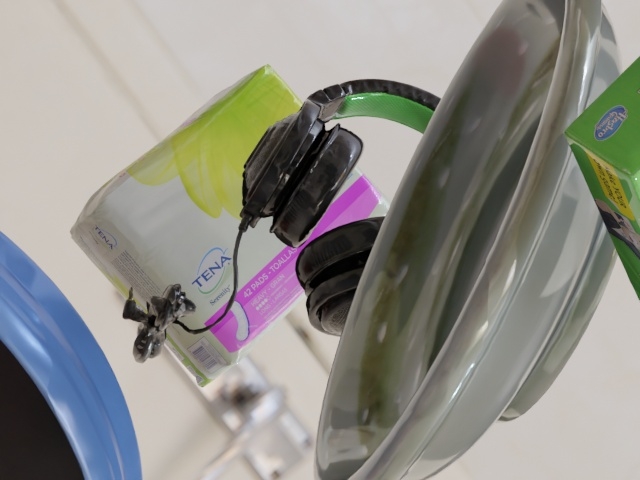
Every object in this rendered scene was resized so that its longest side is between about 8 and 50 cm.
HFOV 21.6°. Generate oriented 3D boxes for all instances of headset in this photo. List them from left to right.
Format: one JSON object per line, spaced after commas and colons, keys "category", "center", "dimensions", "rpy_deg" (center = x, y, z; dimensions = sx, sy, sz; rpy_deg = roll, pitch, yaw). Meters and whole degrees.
{"category": "headset", "center": [0.000, 0.000, 1.594], "dimensions": [0.394, 0.243, 0.185], "rpy_deg": [-26, 164, -32]}

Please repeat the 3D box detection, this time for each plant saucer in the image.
{"category": "plant saucer", "center": [0.117, 0.008, 1.123], "dimensions": [0.400, 0.100, 0.400], "rpy_deg": [-156, -90, -83]}

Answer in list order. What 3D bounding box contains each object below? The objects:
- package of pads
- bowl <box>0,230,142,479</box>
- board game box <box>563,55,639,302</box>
{"category": "package of pads", "center": [-0.094, -0.025, 1.789], "dimensions": [0.296, 0.229, 0.101], "rpy_deg": [-44, -175, -32]}
{"category": "bowl", "center": [-0.287, 0.122, 1.075], "dimensions": [0.391, 0.391, 0.077], "rpy_deg": [-24, -166, 36]}
{"category": "board game box", "center": [0.249, -0.031, 0.858], "dimensions": [0.213, 0.317, 0.046], "rpy_deg": [-46, -128, -8]}
